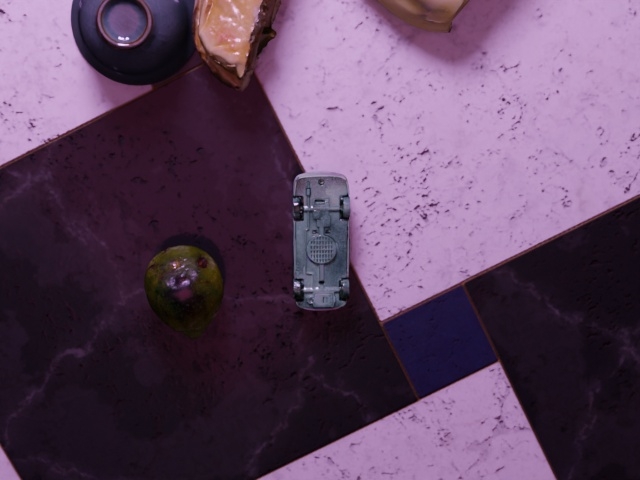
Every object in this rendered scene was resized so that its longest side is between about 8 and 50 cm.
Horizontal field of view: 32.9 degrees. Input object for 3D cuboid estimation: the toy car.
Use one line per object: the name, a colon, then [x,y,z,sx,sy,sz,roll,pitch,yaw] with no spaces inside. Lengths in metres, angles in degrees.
toy car: [0.000,0.000,1.705,0.090,0.076,0.224,-1,109,-4]

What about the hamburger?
hamburger: [-0.117,-0.358,1.611,0.131,0.124,0.262,19,95,9]

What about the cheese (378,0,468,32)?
cheese: [0.132,-0.482,1.588,0.316,0.128,0.259,37,99,-8]

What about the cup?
cup: [-0.279,-0.322,1.588,0.199,0.150,0.199,0,102,-2]

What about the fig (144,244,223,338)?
fig: [-0.209,0.089,1.709,0.123,0.123,0.156,-12,140,0]
